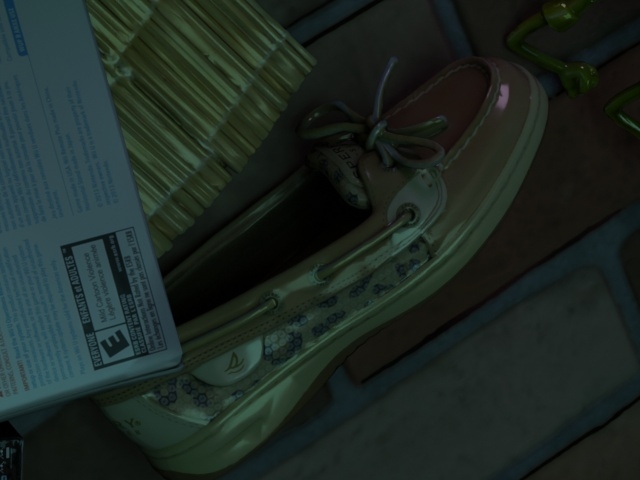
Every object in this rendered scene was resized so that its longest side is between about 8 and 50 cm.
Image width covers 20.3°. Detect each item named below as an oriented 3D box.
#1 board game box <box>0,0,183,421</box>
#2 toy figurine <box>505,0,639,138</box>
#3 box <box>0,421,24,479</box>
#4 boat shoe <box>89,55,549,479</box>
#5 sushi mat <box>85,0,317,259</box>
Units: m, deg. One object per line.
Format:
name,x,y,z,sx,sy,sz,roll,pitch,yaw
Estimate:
board game box,-0.237,-0.008,0.759,0.303,0.097,0.224,-15,89,-21
toy figurine,0.310,-0.128,1.030,0.362,0.191,0.217,33,45,-5
box,-0.225,0.174,0.867,0.147,0.077,0.180,-4,103,-24
boat shoe,0.000,0.000,0.915,0.285,0.104,0.089,-46,119,-8
sushi mat,-0.151,-0.129,0.862,0.316,0.019,0.151,43,84,-26
